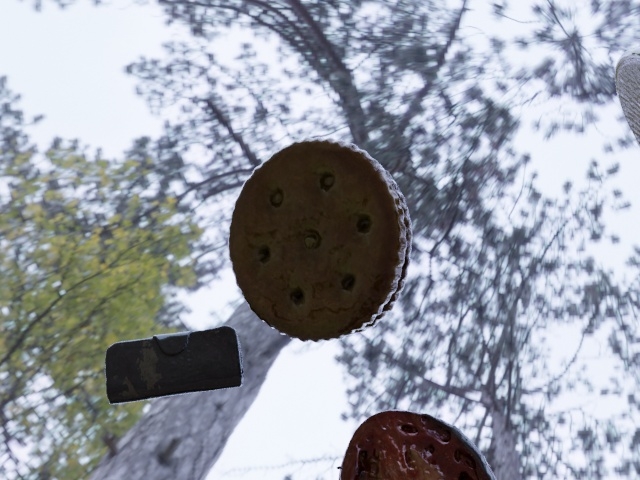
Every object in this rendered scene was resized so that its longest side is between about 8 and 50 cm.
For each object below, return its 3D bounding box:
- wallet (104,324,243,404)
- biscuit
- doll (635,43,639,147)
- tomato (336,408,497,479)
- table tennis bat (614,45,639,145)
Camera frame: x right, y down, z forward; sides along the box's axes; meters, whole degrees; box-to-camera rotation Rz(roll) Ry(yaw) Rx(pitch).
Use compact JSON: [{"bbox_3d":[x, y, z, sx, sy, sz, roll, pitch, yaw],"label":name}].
[{"bbox_3d":[-0.167,0.142,1.300,0.156,0.018,0.082,-6,-123,-2],"label":"wallet"},{"bbox_3d":[0.000,0.000,1.200,0.220,0.066,0.220,0,-90,32],"label":"biscuit"},{"bbox_3d":[0.358,-0.147,1.205,0.062,0.162,0.106,-9,-62,14],"label":"doll"},{"bbox_3d":[0.103,0.263,1.166,0.166,0.082,0.174,-7,-116,3],"label":"tomato"},{"bbox_3d":[0.343,-0.030,0.917,0.050,0.198,0.321,-35,-114,-4],"label":"table tennis bat"}]
